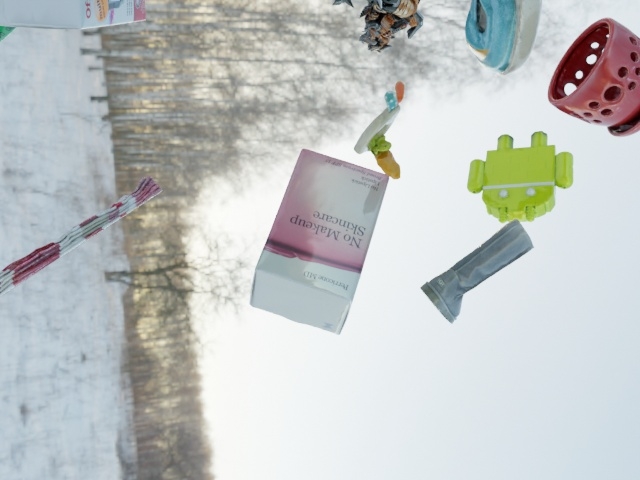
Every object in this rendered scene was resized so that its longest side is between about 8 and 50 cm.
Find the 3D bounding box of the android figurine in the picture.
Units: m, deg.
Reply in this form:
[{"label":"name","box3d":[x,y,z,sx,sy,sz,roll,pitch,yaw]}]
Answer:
[{"label":"android figurine","box3d":[0.477,-0.149,1.684,0.056,0.248,0.273,61,37,-47]}]

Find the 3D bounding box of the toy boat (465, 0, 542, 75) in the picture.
[{"label":"toy boat","box3d":[0.329,-0.487,1.418,0.267,0.148,0.318,77,0,-63]}]

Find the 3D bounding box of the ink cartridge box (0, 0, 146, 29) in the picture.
[{"label":"ink cartridge box","box3d":[-0.316,-0.336,0.876,0.176,0.127,0.128,-58,153,-65]}]

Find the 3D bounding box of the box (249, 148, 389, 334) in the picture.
[{"label":"box","box3d":[0.000,0.000,1.069,0.127,0.148,0.232,106,2,-59]}]

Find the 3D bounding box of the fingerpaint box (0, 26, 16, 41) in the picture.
[{"label":"fingerpaint box","box3d":[-0.731,-0.365,1.078,0.371,0.445,0.163,47,-3,17]}]

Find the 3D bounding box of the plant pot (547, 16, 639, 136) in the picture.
[{"label":"plant pot","box3d":[0.573,-0.312,1.374,0.191,0.174,0.191,-61,-169,21]}]

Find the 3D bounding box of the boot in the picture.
[{"label":"boot","box3d":[0.290,0.056,1.277,0.076,0.208,0.189,50,3,21]}]

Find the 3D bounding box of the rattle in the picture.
[{"label":"rattle","box3d":[0.181,-0.265,1.715,0.200,0.130,0.143,-49,-114,31]}]

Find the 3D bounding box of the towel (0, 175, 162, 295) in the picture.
[{"label":"towel","box3d":[-0.446,0.004,1.228,0.037,0.329,0.237,56,-30,-9]}]

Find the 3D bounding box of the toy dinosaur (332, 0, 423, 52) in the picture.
[{"label":"toy dinosaur","box3d":[0.164,-0.588,1.662,0.322,0.218,0.164,-56,-169,36]}]
